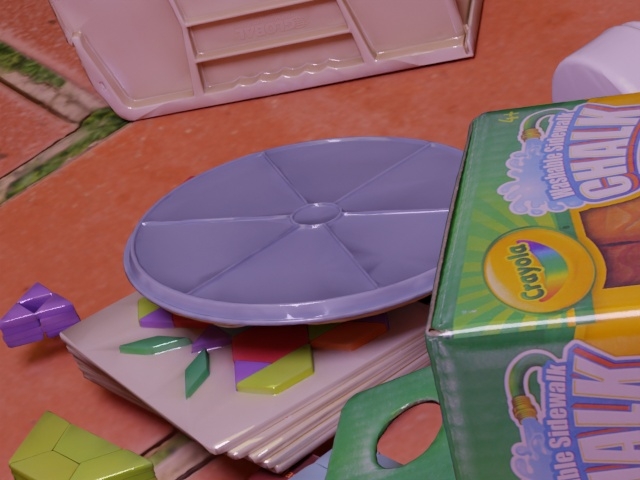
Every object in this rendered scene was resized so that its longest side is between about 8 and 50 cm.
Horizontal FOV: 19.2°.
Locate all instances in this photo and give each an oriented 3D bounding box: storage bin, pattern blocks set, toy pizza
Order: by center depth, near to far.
[{"bbox_3d":[-0.033,0.048,0.957,0.325,0.026,0.285,12,38,41],"label":"pattern blocks set"},{"bbox_3d":[0.000,0.000,0.964,0.201,0.032,0.201,-7,26,4],"label":"toy pizza"},{"bbox_3d":[-0.024,-0.218,1.279,0.260,0.123,0.262,-10,35,19],"label":"storage bin"}]

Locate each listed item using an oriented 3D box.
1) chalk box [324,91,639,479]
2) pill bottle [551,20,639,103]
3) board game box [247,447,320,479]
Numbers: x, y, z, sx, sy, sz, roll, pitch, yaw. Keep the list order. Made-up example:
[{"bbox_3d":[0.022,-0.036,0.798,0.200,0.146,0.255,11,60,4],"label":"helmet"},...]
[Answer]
[{"bbox_3d":[0.139,0.054,0.707,0.289,0.179,0.180,-7,28,12],"label":"chalk box"},{"bbox_3d":[0.255,-0.104,0.931,0.272,0.152,0.152,-30,34,-14],"label":"pill bottle"},{"bbox_3d":[0.037,0.176,0.768,0.281,0.027,0.145,17,48,44],"label":"board game box"}]
